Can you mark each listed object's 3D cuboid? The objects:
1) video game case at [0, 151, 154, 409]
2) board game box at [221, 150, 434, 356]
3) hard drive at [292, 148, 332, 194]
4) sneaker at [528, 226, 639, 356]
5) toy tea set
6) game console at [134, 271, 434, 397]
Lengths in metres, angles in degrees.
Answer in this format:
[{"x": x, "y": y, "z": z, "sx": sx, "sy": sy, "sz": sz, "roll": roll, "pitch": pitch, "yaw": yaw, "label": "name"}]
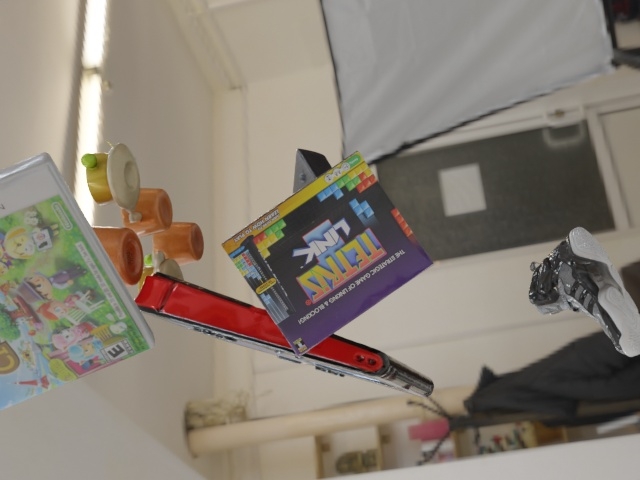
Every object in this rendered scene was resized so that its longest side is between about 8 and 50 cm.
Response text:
[{"x": -0.271, "y": 0.049, "z": 0.792, "sx": 0.023, "sy": 0.193, "sz": 0.212, "roll": -113, "pitch": 1, "yaw": -54, "label": "video game case"}, {"x": 0.007, "y": 0.013, "z": 0.957, "sx": 0.141, "sy": 0.170, "sz": 0.048, "roll": 55, "pitch": -178, "yaw": -2, "label": "board game box"}, {"x": 0.000, "y": 0.000, "z": 1.465, "sx": 0.172, "sy": 0.054, "sz": 0.255, "roll": -120, "pitch": 28, "yaw": -49, "label": "hard drive"}, {"x": 0.474, "y": 0.116, "z": 1.689, "sx": 0.101, "sy": 0.153, "sz": 0.269, "roll": 27, "pitch": -144, "yaw": -44, "label": "sneaker"}, {"x": -0.274, "y": 0.010, "z": 1.296, "sx": 0.336, "sy": 0.124, "sz": 0.200, "roll": 54, "pitch": -148, "yaw": -65, "label": "toy tea set"}, {"x": -0.037, "y": 0.141, "z": 1.248, "sx": 0.386, "sy": 0.341, "sz": 0.060, "roll": 39, "pitch": -110, "yaw": -70, "label": "game console"}]
